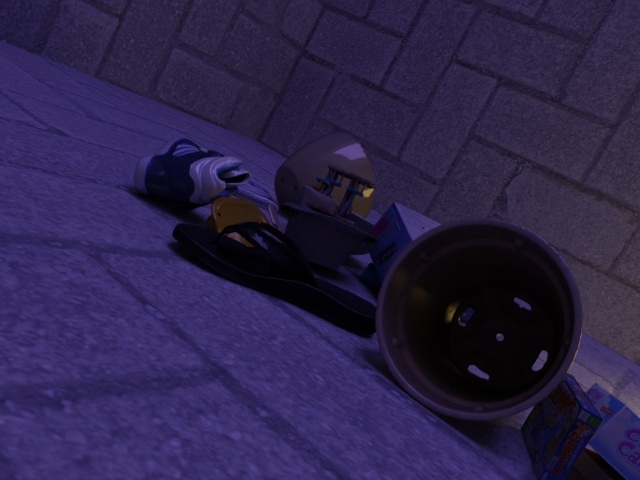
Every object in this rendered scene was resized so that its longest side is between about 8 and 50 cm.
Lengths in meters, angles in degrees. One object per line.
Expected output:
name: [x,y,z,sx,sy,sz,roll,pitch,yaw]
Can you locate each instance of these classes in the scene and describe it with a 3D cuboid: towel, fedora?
towel: [-0.246,-0.174,2.066,0.209,0.034,0.285,25,10,-17]
fedora: [0.000,0.000,1.560,0.244,0.124,0.275,23,1,-38]

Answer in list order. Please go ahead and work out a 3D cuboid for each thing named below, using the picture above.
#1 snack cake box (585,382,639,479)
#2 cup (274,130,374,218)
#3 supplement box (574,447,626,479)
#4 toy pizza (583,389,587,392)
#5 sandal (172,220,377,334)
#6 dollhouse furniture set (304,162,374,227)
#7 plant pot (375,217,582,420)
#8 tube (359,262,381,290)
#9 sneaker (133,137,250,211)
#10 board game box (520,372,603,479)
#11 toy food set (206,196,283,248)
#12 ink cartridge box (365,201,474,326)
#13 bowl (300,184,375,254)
snack cake box: [0.549,0.373,1.028,0.264,0.089,0.152,43,7,4]
cup: [-0.013,-0.189,2.087,0.237,0.331,0.331,-14,34,-32]
supplement box: [0.481,0.400,1.061,0.062,0.036,0.098,26,11,-15]
toy pizza: [0.708,0.433,1.511,0.201,0.032,0.201,25,10,-5]
sandal: [-0.067,0.045,1.212,0.446,0.107,0.167,25,10,-15]
dollhouse furniture set: [0.052,-0.117,1.553,0.129,0.129,0.184,24,-1,6]
plant pot: [0.309,0.159,1.141,0.334,0.333,0.305,33,1,29]
tube: [0.203,0.136,1.649,0.207,0.052,0.080,34,16,9]
sneaker: [-0.273,-0.159,1.477,0.236,0.130,0.323,8,17,7]
board game box: [0.394,0.305,1.029,0.035,0.136,0.201,28,9,7]
toy food set: [-0.181,-0.025,1.408,0.218,0.071,0.128,5,55,-53]
ink cartridge box: [0.292,0.104,1.559,0.270,0.151,0.395,23,27,-25]
bowl: [0.050,-0.035,1.814,0.298,0.134,0.298,28,4,-2]
